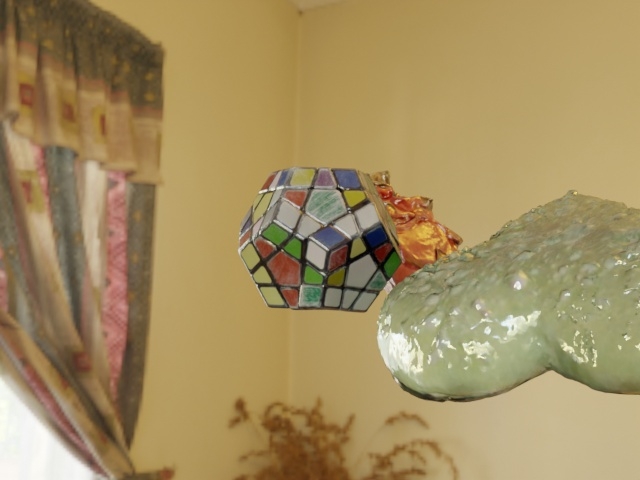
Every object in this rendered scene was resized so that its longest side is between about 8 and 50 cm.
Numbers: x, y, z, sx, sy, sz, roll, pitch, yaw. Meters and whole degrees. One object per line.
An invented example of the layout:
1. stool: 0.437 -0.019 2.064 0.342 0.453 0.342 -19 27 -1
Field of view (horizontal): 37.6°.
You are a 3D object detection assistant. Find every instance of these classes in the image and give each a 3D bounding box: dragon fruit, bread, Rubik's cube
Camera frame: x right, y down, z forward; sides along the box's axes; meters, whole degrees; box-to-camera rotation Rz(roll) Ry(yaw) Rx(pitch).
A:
1. dragon fruit: 0.066 -0.012 0.780 0.083 0.106 0.162 -28 11 1
2. bread: 0.143 0.026 0.553 0.232 0.064 0.172 -8 26 34
3. Rubik's cube: 0.000 0.000 0.617 0.111 0.111 0.093 12 17 -41
